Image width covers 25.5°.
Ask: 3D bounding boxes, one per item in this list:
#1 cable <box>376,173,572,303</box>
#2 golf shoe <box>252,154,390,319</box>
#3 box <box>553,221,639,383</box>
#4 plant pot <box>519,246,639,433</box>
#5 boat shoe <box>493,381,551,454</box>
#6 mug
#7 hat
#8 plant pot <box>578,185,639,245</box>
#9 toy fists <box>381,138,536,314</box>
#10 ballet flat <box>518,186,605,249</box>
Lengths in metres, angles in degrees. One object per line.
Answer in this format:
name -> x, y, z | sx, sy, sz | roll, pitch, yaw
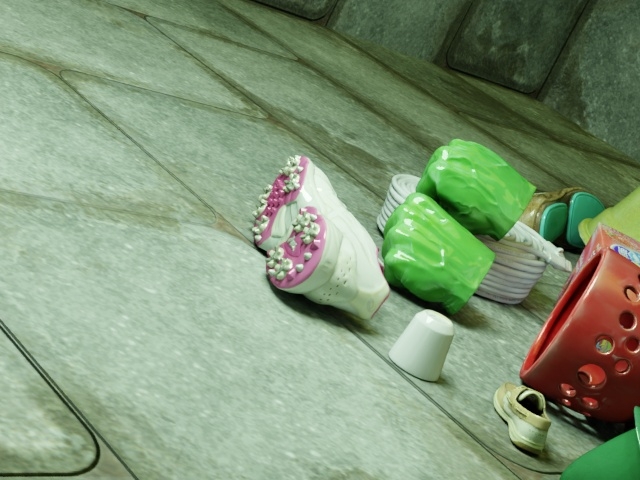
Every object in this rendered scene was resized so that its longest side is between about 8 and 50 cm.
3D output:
cable -> 0.206, -0.005, 2.054 | 0.257, 0.089, 0.257 | 13, 20, -37
golf shoe -> 0.000, 0.000, 1.690 | 0.140, 0.115, 0.306 | 32, 19, -21
box -> 0.415, 0.099, 1.936 | 0.142, 0.154, 0.300 | 26, 16, 1
plant pot -> 0.357, 0.128, 1.671 | 0.174, 0.191, 0.191 | 31, 15, 3
boat shoe -> 0.224, 0.184, 1.535 | 0.050, 0.045, 0.135 | 23, 16, -15
mug -> 0.115, 0.109, 1.566 | 0.062, 0.064, 0.078 | 22, 15, -13
hat -> 0.243, 0.259, 1.359 | 0.173, 0.184, 0.208 | -72, 141, -66
plant pot -> 0.626, -0.026, 2.397 | 0.276, 0.254, 0.276 | 34, 22, -16
toy fists -> 0.172, -0.027, 1.873 | 0.142, 0.096, 0.279 | 39, 52, -3
ballet flat -> 0.395, -0.041, 2.494 | 0.124, 0.116, 0.342 | 13, 11, 29
